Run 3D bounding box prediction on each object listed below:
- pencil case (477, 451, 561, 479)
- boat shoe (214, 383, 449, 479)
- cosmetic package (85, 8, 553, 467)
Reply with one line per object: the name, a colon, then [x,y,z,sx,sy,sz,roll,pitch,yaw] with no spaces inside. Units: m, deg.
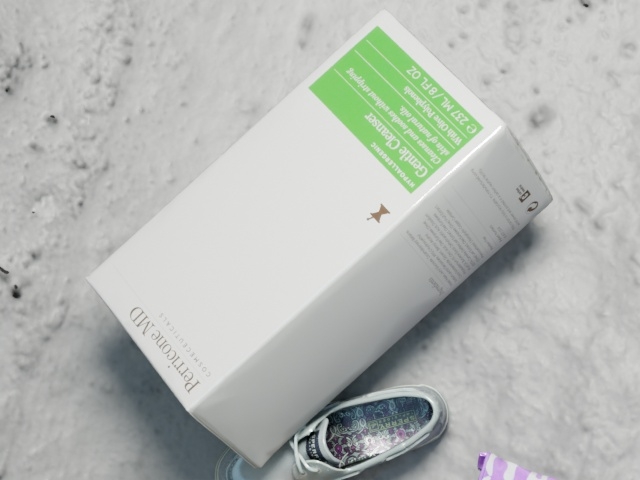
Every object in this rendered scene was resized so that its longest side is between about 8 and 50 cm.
pencil case: [0.233,0.249,1.730,0.206,0.086,0.088,14,50,7]
boat shoe: [0.006,0.182,1.769,0.228,0.081,0.079,-20,80,4]
cosmetic package: [0.000,0.000,1.732,0.365,0.155,0.197,-43,55,-1]
